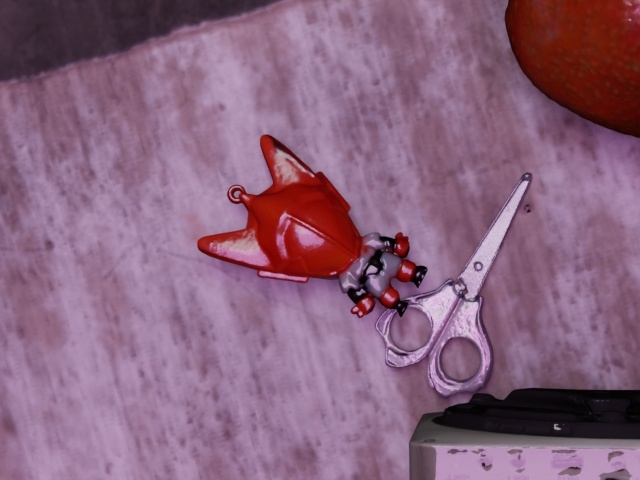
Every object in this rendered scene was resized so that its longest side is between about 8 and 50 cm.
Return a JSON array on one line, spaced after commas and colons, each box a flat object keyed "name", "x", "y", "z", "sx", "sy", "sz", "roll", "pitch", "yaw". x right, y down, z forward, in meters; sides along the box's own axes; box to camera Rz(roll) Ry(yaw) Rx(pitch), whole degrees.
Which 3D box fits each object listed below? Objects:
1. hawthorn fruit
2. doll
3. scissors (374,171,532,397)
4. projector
[{"name": "hawthorn fruit", "x": 0.214, "y": -0.176, "z": 1.035, "sx": 0.225, "sy": 0.196, "sz": 0.197, "roll": 13, "pitch": 90, "yaw": 23}, {"name": "doll", "x": 0.000, "y": 0.000, "z": 1.112, "sx": 0.169, "sy": 0.057, "sz": 0.109, "roll": 29, "pitch": 79, "yaw": 12}, {"name": "scissors", "x": 0.120, "y": 0.029, "z": 1.122, "sx": 0.100, "sy": 0.015, "sz": 0.189, "roll": 29, "pitch": 91, "yaw": 8}, {"name": "projector", "x": 0.195, "y": 0.145, "z": 0.988, "sx": 0.257, "sy": 0.259, "sz": 0.079, "roll": 0, "pitch": 88, "yaw": 6}]
